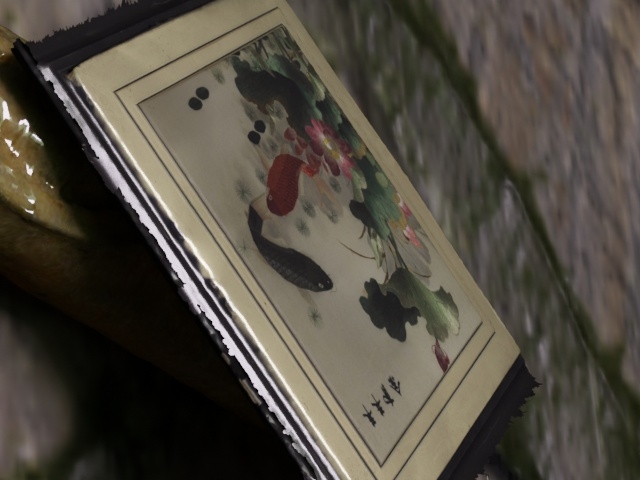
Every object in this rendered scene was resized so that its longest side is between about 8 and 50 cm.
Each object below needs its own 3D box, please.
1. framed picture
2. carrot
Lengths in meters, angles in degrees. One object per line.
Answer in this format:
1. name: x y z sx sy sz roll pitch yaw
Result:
1. framed picture: 0.000 0.000 0.615 0.199 0.010 0.195 56 25 -4
2. carrot: -0.061 0.001 0.588 0.342 0.070 0.070 35 55 -28
